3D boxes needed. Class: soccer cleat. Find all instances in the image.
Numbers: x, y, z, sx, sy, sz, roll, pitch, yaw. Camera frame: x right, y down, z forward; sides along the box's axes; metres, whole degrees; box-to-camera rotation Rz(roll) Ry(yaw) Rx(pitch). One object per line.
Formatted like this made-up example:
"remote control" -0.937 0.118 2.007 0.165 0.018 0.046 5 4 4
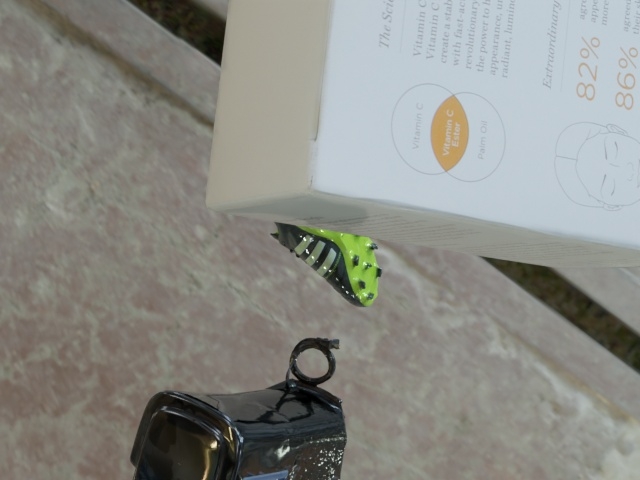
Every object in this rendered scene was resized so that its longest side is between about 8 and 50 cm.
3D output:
"soccer cleat" 0.000 0.000 1.142 0.179 0.072 0.060 54 48 -42

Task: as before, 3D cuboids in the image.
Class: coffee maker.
"coffee maker" -0.068 0.167 1.037 0.178 0.120 0.171 11 74 -59

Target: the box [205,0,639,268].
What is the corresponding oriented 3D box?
"box" 0.057 -0.064 0.455 0.170 0.091 0.130 10 84 -26
